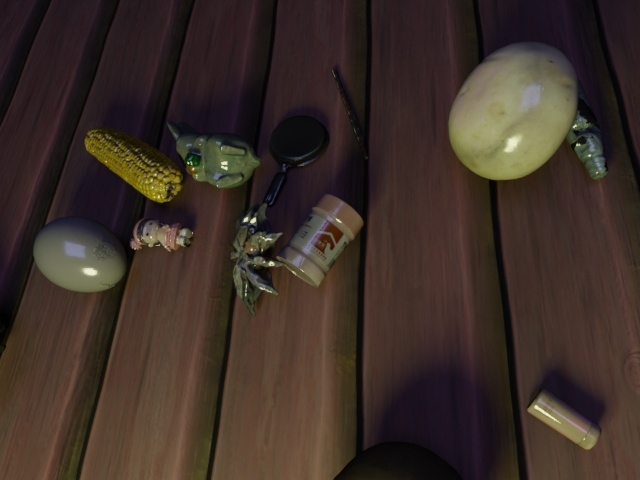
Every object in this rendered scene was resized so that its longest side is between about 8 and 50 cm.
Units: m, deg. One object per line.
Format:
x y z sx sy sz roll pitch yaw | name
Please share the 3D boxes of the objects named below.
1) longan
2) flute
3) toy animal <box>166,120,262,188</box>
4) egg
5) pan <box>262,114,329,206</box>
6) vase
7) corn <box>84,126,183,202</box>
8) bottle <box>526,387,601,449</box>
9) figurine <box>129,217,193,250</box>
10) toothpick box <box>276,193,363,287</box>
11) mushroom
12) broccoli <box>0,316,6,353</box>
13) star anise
0.105 0.379 0.651 0.212 0.198 0.198 -23 62 8 | longan
0.064 -0.284 1.064 0.014 0.014 0.270 -18 63 4 | flute
-0.254 -0.192 1.054 0.251 0.127 0.126 28 86 38 | toy animal
-0.481 0.029 0.969 0.198 0.146 0.147 27 74 16 | egg
-0.068 -0.177 1.036 0.136 0.028 0.235 17 70 20 | pan
0.490 -0.208 0.903 0.059 0.060 0.212 -11 64 8 | vase
-0.411 -0.175 1.079 0.310 0.101 0.101 33 76 29 | corn
0.363 0.266 0.719 0.096 0.045 0.045 33 76 23 | bottle
-0.332 -0.007 1.009 0.129 0.054 0.072 9 82 9 | figurine
0.000 0.000 0.898 0.098 0.098 0.149 31 77 24 | toothpick box
0.352 -0.226 0.874 0.246 0.202 0.246 -30 52 48 | mushroom
-0.769 0.243 0.886 0.293 0.281 0.348 27 36 2 | broccoli
-0.130 0.027 0.893 0.061 0.205 0.181 2 28 -32 | star anise
